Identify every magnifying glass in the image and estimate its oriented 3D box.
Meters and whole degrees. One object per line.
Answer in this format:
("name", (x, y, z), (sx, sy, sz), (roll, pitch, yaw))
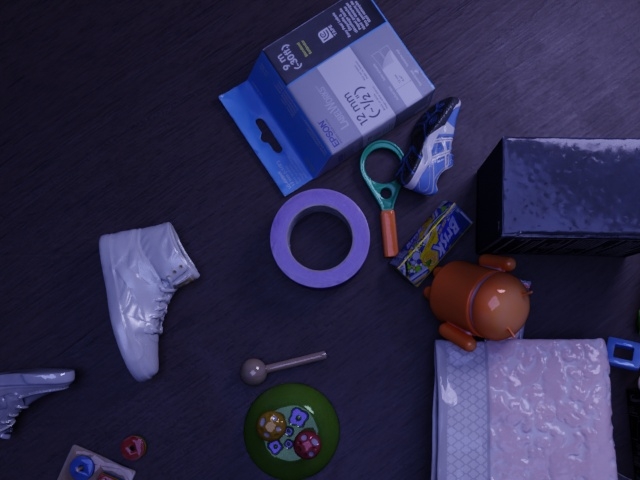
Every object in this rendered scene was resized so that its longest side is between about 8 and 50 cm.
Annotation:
("magnifying glass", (0.128, -0.082, 1.694), (0.092, 0.026, 0.230), (-5, 81, -4))

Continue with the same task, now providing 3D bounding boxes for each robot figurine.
("robot figurine", (0.286, 0.110, 1.573), (0.158, 0.219, 0.128), (-28, 114, -27))

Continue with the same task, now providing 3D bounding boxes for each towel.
("towel", (0.354, 0.331, 1.529), (0.317, 0.053, 0.331), (0, 67, 9))

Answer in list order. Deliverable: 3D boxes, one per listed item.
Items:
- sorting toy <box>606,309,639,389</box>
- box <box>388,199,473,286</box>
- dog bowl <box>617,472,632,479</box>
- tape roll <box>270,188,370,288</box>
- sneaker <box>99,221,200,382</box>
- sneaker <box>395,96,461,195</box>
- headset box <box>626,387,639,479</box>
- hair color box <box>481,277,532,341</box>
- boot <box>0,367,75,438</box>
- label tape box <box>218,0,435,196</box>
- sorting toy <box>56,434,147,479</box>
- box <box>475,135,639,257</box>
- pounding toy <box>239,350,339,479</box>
("sorting toy", (0.687, 0.224, 1.542), (0.348, 0.047, 0.196), (23, 49, 27))
("box", (0.210, 0.005, 1.657), (0.059, 0.054, 0.169), (43, 86, -18))
("dog bowl", (0.415, 0.533, 1.567), (0.349, 0.102, 0.348), (0, 82, 1))
("tape roll", (0.000, 0.000, 1.659), (0.189, 0.080, 0.188), (0, 83, 1))
("sneaker", (-0.306, 0.109, 1.640), (0.169, 0.108, 0.292), (-15, 81, 3))
("sneaker", (0.222, -0.183, 1.689), (0.081, 0.080, 0.211), (32, 79, -24))
("headset box", (0.689, 0.410, 1.570), (0.218, 0.110, 0.293), (-4, 82, 2))
("hair color box", (0.353, 0.140, 1.649), (0.072, 0.043, 0.141), (10, 84, 3))
("boot", (-0.583, 0.310, 1.638), (0.259, 0.095, 0.123), (-6, 88, 9))
("label tape box", (0.008, -0.285, 1.680), (0.348, 0.115, 0.249), (-33, 83, -4))
("sorting toy", (-0.439, 0.479, 1.626), (0.132, 0.046, 0.274), (23, 84, 5))
("box", (0.442, -0.071, 1.546), (0.294, 0.296, 0.182), (0, 83, 1))
("pounding toy", (-0.060, 0.329, 1.602), (0.183, 0.110, 0.236), (-7, 83, 0))
